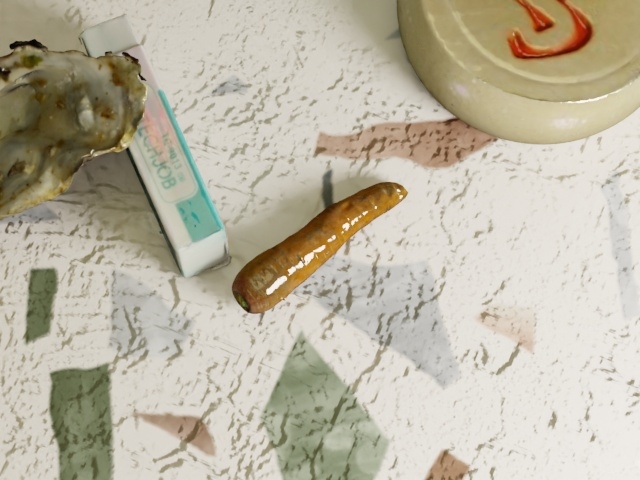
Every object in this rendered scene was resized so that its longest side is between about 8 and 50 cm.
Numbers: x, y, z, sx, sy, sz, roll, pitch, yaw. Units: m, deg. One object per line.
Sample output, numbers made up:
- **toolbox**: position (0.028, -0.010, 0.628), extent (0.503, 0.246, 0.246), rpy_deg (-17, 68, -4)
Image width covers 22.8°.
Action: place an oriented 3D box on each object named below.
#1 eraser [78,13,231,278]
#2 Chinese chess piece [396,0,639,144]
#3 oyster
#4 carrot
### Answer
- **eraser**: position (-0.147, -0.082, 1.413), extent (0.052, 0.095, 0.225), rpy_deg (-23, 75, -6)
- **Chinese chess piece**: position (0.204, -0.221, 1.478), extent (0.273, 0.102, 0.273), rpy_deg (1, 71, -3)
- **oyster**: position (-0.277, -0.070, 1.382), extent (0.294, 0.094, 0.166), rpy_deg (-16, 69, 8)
- **carrot**: position (0.000, 0.000, 1.426), extent (0.191, 0.047, 0.047), rpy_deg (-38, 77, -20)
